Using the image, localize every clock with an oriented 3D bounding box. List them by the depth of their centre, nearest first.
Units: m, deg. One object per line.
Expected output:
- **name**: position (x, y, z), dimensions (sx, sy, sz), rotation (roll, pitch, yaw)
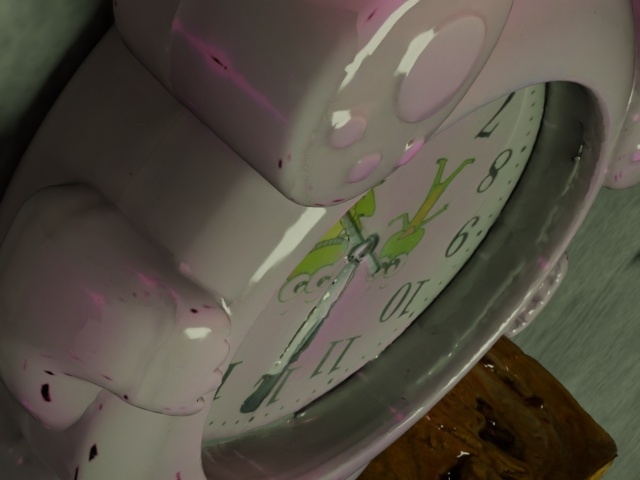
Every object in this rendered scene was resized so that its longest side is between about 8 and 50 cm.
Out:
- **clock**: position (0.000, 0.000, 0.537), dimensions (0.295, 0.113, 0.322), rotation (-5, 135, -55)

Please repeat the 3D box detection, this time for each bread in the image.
- **bread**: position (0.073, 0.142, 0.822), dimensions (0.158, 0.149, 0.143), rotation (-7, 138, -53)
